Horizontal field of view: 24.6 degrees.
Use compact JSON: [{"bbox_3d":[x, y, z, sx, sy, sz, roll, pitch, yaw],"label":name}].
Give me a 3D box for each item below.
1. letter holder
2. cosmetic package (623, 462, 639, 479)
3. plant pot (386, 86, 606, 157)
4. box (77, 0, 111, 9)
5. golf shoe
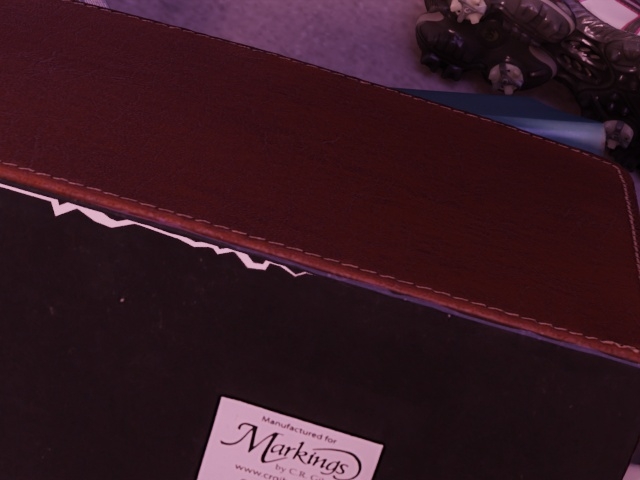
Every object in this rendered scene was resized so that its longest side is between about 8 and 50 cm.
[{"bbox_3d":[-0.035,0.021,0.605,0.302,0.152,0.214,16,26,0],"label":"letter holder"},{"bbox_3d":[0.274,0.213,0.721,0.310,0.160,0.113,9,56,4],"label":"cosmetic package"},{"bbox_3d":[0.000,0.000,0.761,0.234,0.165,0.165,6,100,-6],"label":"plant pot"},{"bbox_3d":[-0.158,-0.134,0.844,0.027,0.094,0.137,-19,70,-29],"label":"box"},{"bbox_3d":[0.200,-0.131,0.982,0.273,0.105,0.120,27,48,-5],"label":"golf shoe"}]
